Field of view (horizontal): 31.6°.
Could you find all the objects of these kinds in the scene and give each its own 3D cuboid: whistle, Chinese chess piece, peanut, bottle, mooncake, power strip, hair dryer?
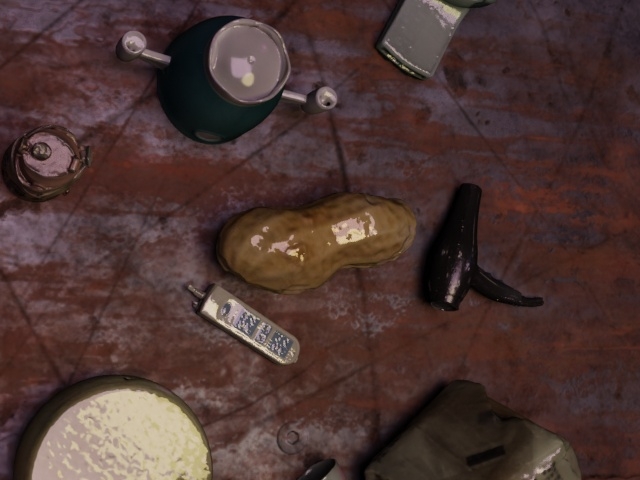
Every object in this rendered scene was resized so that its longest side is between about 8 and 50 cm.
[{"bbox_3d":[0.204,-0.384,1.644,0.163,0.163,0.289,31,75,-18],"label":"whistle"},{"bbox_3d":[-0.262,0.295,1.437,0.250,0.101,0.250,2,86,-22],"label":"Chinese chess piece"},{"bbox_3d":[0.000,0.000,1.552,0.290,0.130,0.130,-14,92,-21],"label":"peanut"},{"bbox_3d":[-0.339,-0.096,1.403,0.099,0.152,0.098,2,85,-23],"label":"bottle"},{"bbox_3d":[0.198,0.331,1.551,0.254,0.250,0.136,-36,119,-16],"label":"mooncake"},{"bbox_3d":[-0.104,0.114,1.553,0.191,0.030,0.047,35,74,-17],"label":"power strip"},{"bbox_3d":[0.260,0.041,1.701,0.219,0.075,0.195,29,67,-29],"label":"hair dryer"}]

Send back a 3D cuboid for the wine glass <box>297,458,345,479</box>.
[{"bbox_3d":[0.031,0.383,1.572,0.073,0.073,0.155,-38,103,-20],"label":"wine glass"}]

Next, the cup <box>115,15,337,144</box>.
[{"bbox_3d":[-0.119,-0.219,1.491,0.300,0.173,0.167,13,83,-22],"label":"cup"}]
